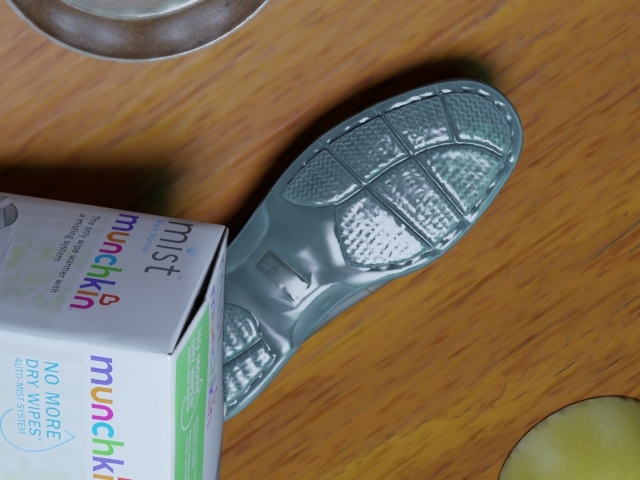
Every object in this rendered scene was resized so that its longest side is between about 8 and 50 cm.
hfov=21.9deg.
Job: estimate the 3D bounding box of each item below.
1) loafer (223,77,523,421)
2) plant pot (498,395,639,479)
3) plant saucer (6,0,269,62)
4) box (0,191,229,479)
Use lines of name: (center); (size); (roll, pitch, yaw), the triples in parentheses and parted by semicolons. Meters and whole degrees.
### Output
loafer: (0.000, 0.000, 0.962); (0.267, 0.084, 0.096); (-40, 95, 5)
plant pot: (0.201, 0.188, 1.133); (0.134, 0.095, 0.134); (-10, 125, -14)
plant saucer: (-0.089, -0.170, 0.832); (0.168, 0.029, 0.168); (-9, 126, -13)
box: (-0.173, 0.112, 0.887); (0.231, 0.127, 0.262); (9, 123, 7)
